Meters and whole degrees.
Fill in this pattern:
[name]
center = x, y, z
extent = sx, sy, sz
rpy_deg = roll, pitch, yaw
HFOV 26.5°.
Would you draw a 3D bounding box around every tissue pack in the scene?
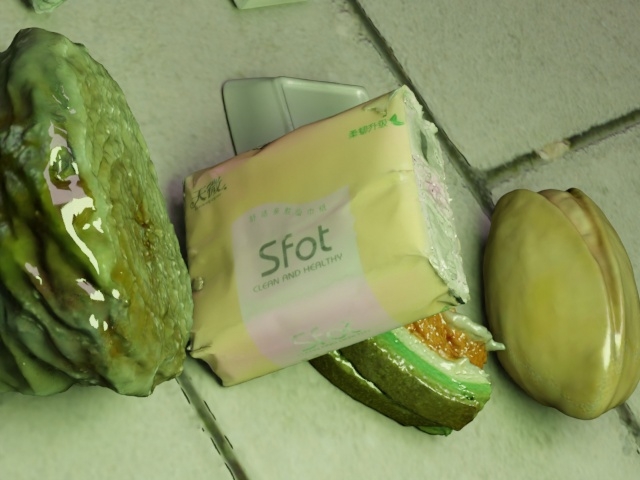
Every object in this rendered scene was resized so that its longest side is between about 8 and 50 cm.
[tissue pack]
center = 0.000, 0.000, 1.271
extent = 0.123, 0.256, 0.215
rpy_deg = 38, 37, -48

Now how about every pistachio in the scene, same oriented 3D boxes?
[pistachio]
center = 0.260, 0.066, 1.452
extent = 0.162, 0.182, 0.293
rpy_deg = 7, 48, -11

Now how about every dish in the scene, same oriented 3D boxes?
[dish]
center = 0.017, -0.119, 1.493
extent = 0.234, 0.064, 0.154
rpy_deg = 3, 58, -35

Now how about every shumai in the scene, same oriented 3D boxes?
[shumai]
center = -0.270, 0.006, 1.146
extent = 0.263, 0.304, 0.309
rpy_deg = -15, 70, 4

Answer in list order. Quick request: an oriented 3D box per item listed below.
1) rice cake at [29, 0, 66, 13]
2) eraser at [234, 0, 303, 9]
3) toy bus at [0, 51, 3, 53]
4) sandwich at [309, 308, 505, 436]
[rice cake]
center = -0.301, -0.339, 1.352
extent = 0.042, 0.080, 0.222
rpy_deg = -34, 101, -45
[eraser]
center = -0.089, -0.374, 1.592
extent = 0.124, 0.068, 0.210
rpy_deg = -16, 71, -43
[toy bus]
center = -0.368, -0.155, 1.226
extent = 0.234, 0.096, 0.074
rpy_deg = 32, 50, -14
[sandwich]
center = 0.092, 0.100, 1.362
extent = 0.184, 0.109, 0.160
rpy_deg = 36, 48, -9
